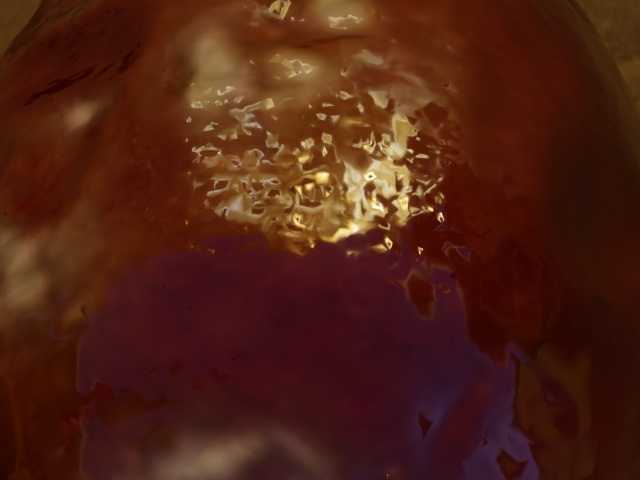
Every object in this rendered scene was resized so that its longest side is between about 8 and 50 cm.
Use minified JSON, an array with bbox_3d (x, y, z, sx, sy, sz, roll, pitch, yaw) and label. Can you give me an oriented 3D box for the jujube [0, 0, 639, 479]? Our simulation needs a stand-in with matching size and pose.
[{"bbox_3d":[0.000,0.000,0.480,0.223,0.318,0.223,3,122,5],"label":"jujube"}]
